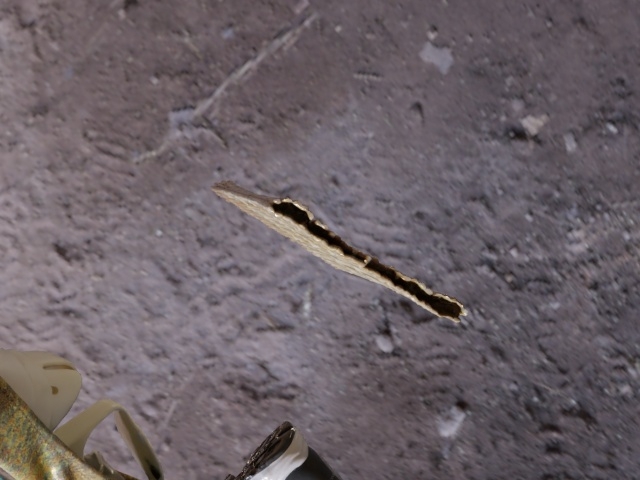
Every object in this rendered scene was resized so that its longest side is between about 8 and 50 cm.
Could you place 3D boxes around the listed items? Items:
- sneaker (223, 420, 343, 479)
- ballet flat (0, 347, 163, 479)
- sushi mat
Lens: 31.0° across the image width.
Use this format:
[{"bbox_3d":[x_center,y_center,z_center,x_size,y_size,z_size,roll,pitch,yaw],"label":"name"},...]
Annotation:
[{"bbox_3d":[-0.067,0.296,1.223,0.271,0.108,0.100,-47,5,47],"label":"sneaker"},{"bbox_3d":[-0.207,0.153,0.877,0.123,0.348,0.123,-18,44,18],"label":"ballet flat"},{"bbox_3d":[0.000,0.000,0.892,0.019,0.151,0.316,-58,13,-3],"label":"sushi mat"}]
